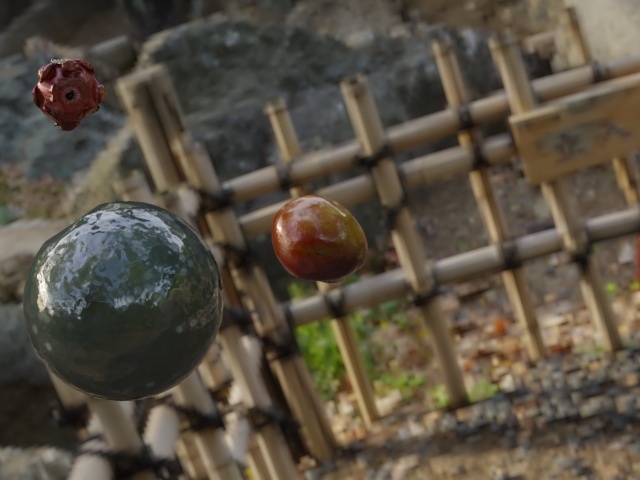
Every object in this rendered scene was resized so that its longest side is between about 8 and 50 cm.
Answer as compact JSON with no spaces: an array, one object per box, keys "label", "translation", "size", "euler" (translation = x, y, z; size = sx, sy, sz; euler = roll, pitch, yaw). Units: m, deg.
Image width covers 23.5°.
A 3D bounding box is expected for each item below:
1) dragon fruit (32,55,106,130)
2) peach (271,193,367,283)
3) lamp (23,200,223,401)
[{"label":"dragon fruit","translation":[-0.381,-0.223,2.372],"size":[0.068,0.126,0.112],"euler":[24,53,41]},{"label":"peach","translation":[0.000,0.001,1.675],"size":[0.100,0.101,0.101],"euler":[-16,24,7]},{"label":"lamp","translation":[-0.155,0.044,1.463],"size":[0.181,0.182,0.314],"euler":[-9,7,22]}]
